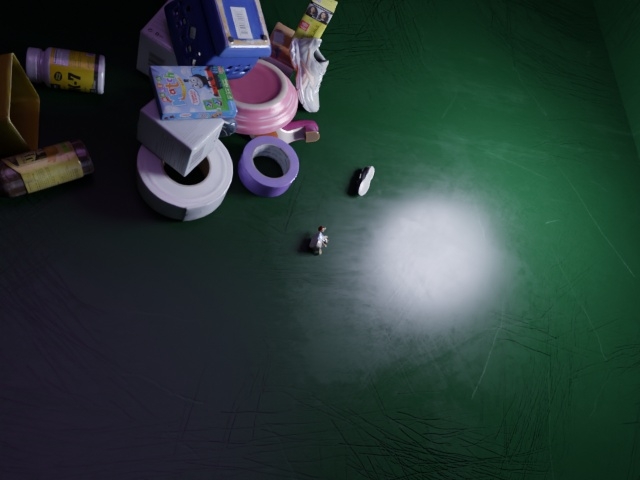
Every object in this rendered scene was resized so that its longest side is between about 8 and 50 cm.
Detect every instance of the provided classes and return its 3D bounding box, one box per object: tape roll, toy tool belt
[{"bbox_3d":[-0.416,-0.208,1.657,0.286,0.100,0.286,8,66,-19],"label":"tape roll"},{"bbox_3d":[-0.172,-0.243,1.780,0.188,0.080,0.189,8,66,-18],"label":"tape roll"},{"bbox_3d":[0.000,0.000,1.772,0.051,0.052,0.083,45,58,-36],"label":"toy tool belt"}]

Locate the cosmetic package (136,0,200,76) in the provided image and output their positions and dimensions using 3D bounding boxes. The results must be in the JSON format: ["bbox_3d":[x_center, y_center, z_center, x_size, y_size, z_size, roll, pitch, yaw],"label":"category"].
[{"bbox_3d":[-0.445,-0.704,1.796,0.155,0.197,0.366,31,62,-8],"label":"cosmetic package"}]

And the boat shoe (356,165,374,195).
[{"bbox_3d":[0.151,-0.212,1.920,0.046,0.038,0.125,50,56,-47],"label":"boat shoe"}]

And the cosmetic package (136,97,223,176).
[{"bbox_3d":[-0.407,-0.319,1.561,0.183,0.151,0.151,39,58,-3],"label":"cosmetic package"}]

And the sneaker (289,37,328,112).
[{"bbox_3d":[-0.025,-0.576,1.887,0.121,0.263,0.099,-3,32,18],"label":"sneaker"}]

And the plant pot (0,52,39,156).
[{"bbox_3d":[-0.902,-0.357,1.474,0.187,0.212,0.212,-5,71,-11],"label":"plant pot"}]

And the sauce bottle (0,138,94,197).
[{"bbox_3d":[-0.809,-0.183,1.483,0.344,0.111,0.111,-25,80,-30],"label":"sauce bottle"}]

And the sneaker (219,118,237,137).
[{"bbox_3d":[-0.374,-0.420,1.692,0.283,0.110,0.122,23,75,18],"label":"sneaker"}]

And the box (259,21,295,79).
[{"bbox_3d":[-0.138,-0.679,1.966,0.130,0.091,0.171,25,62,-11],"label":"box"}]

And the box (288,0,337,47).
[{"bbox_3d":[-0.030,-0.732,1.844,0.087,0.232,0.058,24,62,-14],"label":"box"}]

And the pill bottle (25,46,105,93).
[{"bbox_3d":[-0.764,-0.514,1.633,0.208,0.119,0.119,3,68,-20],"label":"pill bottle"}]

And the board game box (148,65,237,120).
[{"bbox_3d":[-0.356,-0.414,1.515,0.211,0.039,0.160,-10,71,-27],"label":"board game box"}]

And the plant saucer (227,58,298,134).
[{"bbox_3d":[-0.236,-0.501,1.814,0.332,0.084,0.332,6,57,-9],"label":"plant saucer"}]

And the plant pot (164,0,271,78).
[{"bbox_3d":[-0.294,-0.625,1.624,0.236,0.212,0.236,-20,98,-45],"label":"plant pot"}]

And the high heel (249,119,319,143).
[{"bbox_3d":[-0.127,-0.385,1.876,0.244,0.082,0.117,-7,35,-8],"label":"high heel"}]
